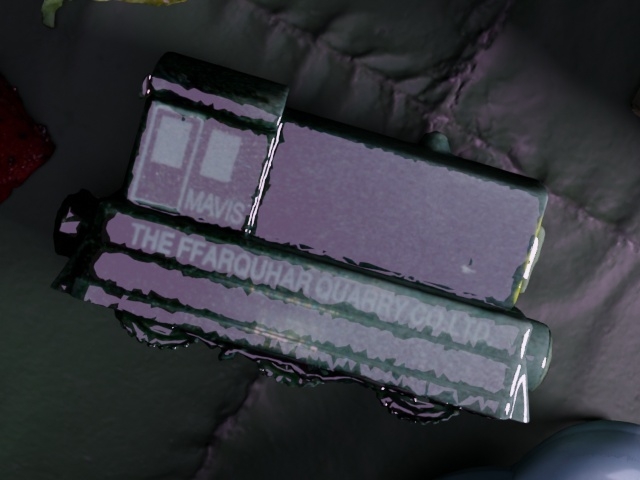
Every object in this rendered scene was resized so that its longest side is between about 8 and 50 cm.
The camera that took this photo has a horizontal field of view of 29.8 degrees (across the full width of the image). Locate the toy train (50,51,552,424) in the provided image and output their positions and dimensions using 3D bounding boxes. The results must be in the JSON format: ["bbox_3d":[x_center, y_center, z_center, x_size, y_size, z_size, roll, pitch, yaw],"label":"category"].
[{"bbox_3d":[0.000,0.000,0.764,0.330,0.138,0.178,16,97,-3],"label":"toy train"}]

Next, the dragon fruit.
[{"bbox_3d":[-0.251,-0.056,0.791,0.131,0.063,0.097,-41,98,9],"label":"dragon fruit"}]

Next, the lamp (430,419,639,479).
[{"bbox_3d":[0.143,0.236,0.801,0.209,0.147,0.284,43,99,-4],"label":"lamp"}]

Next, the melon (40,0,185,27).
[{"bbox_3d":[-0.066,-0.201,0.777,0.262,0.053,0.114,-20,119,9],"label":"melon"}]

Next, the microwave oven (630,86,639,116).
[{"bbox_3d":[0.315,-0.063,0.730,0.205,0.163,0.129,30,103,-8],"label":"microwave oven"}]
